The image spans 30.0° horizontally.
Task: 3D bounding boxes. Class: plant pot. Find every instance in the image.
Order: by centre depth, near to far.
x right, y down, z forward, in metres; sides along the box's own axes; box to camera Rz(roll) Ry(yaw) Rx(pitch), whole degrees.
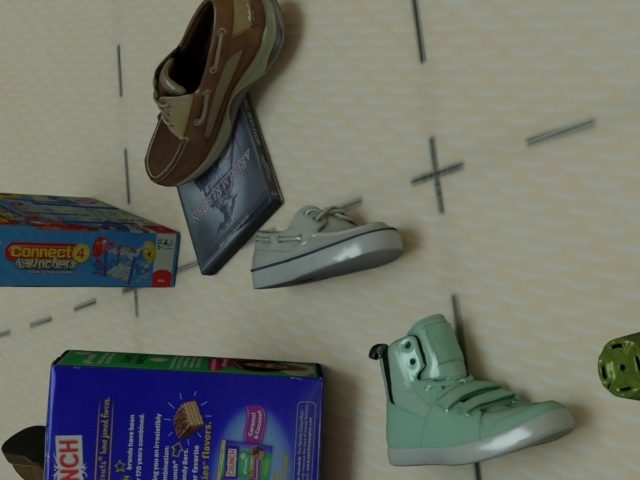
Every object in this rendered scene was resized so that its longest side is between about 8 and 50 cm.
[{"bbox_3d":[0.284,0.109,1.035,0.083,0.079,0.083,-3,86,54],"label":"plant pot"}]

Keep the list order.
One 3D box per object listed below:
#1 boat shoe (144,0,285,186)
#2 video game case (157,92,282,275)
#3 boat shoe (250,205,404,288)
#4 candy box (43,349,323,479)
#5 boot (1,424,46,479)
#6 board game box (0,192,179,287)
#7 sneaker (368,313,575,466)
[{"bbox_3d":[-0.169,-0.204,1.580,0.324,0.116,0.123,-57,47,33],"label":"boat shoe"},{"bbox_3d":[-0.146,-0.117,1.663,0.196,0.026,0.274,-44,54,42],"label":"video game case"},{"bbox_3d":[0.000,0.000,1.413,0.267,0.096,0.088,-18,78,60],"label":"boat shoe"},{"bbox_3d":[-0.162,0.275,1.420,0.122,0.317,0.268,-156,70,-86],"label":"candy box"},{"bbox_3d":[-0.399,0.382,1.937,0.305,0.112,0.115,3,121,49],"label":"boot"},{"bbox_3d":[-0.418,-0.005,1.788,0.308,0.302,0.086,19,103,51],"label":"board game box"},{"bbox_3d":[0.141,0.145,1.204,0.256,0.094,0.151,-19,79,53],"label":"sneaker"}]
